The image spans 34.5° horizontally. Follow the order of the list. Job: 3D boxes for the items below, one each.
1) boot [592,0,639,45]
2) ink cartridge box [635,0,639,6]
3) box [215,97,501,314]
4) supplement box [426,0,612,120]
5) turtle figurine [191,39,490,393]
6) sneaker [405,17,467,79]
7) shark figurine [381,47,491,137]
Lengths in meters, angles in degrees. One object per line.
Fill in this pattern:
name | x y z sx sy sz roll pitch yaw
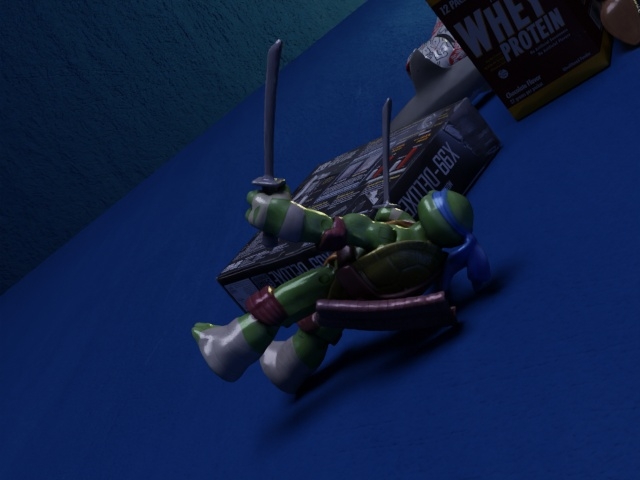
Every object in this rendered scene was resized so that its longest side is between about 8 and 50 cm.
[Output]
boot | 0.348 -0.266 1.198 0.042 0.118 0.087 -34 -20 22
ink cartridge box | 0.441 -0.438 1.194 0.283 0.117 0.207 -33 48 24
box | 0.039 -0.032 1.237 0.307 0.076 0.242 -20 24 52
supplement box | 0.244 -0.287 1.243 0.129 0.194 0.191 -31 17 32
turtle figurine | 0.000 0.000 0.958 0.266 0.274 0.198 -44 -3 19
sneaker | 0.192 -0.307 1.641 0.145 0.090 0.270 -37 17 2
shark figurine | 0.176 -0.235 1.400 0.278 0.116 0.166 -49 18 -6
